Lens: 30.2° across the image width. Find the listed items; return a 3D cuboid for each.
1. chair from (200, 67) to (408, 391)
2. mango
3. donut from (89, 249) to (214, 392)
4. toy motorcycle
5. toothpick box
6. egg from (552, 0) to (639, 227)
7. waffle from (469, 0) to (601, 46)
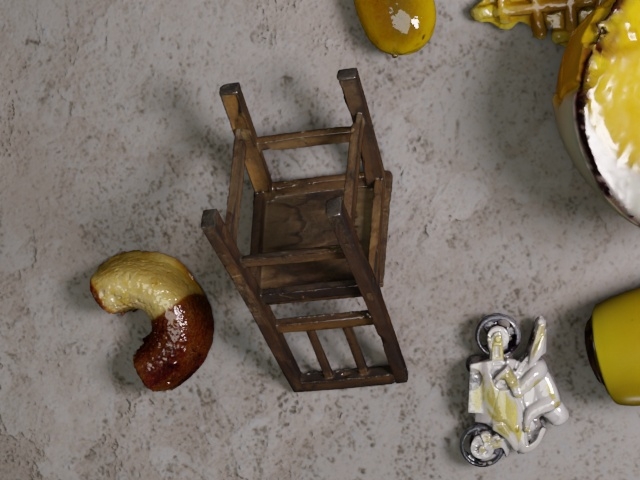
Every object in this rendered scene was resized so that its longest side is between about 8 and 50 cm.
[{"bbox_3d":[0.000,0.000,1.628,0.203,0.416,0.241,-7,54,12],"label":"chair"},{"bbox_3d":[0.095,-0.327,1.595,0.103,0.076,0.161,-21,91,19],"label":"mango"},{"bbox_3d":[-0.244,0.109,1.735,0.141,0.085,0.217,-34,90,15],"label":"donut"},{"bbox_3d":[0.273,0.213,1.650,0.151,0.074,0.229,8,100,8],"label":"toy motorcycle"},{"bbox_3d":[0.488,0.125,1.535,0.271,0.175,0.175,-14,96,23],"label":"toothpick box"},{"bbox_3d":[0.425,-0.170,1.486,0.337,0.201,0.337,0,92,-12],"label":"egg"},{"bbox_3d":[0.313,-0.409,1.543,0.281,0.058,0.301,20,104,8],"label":"waffle"}]
